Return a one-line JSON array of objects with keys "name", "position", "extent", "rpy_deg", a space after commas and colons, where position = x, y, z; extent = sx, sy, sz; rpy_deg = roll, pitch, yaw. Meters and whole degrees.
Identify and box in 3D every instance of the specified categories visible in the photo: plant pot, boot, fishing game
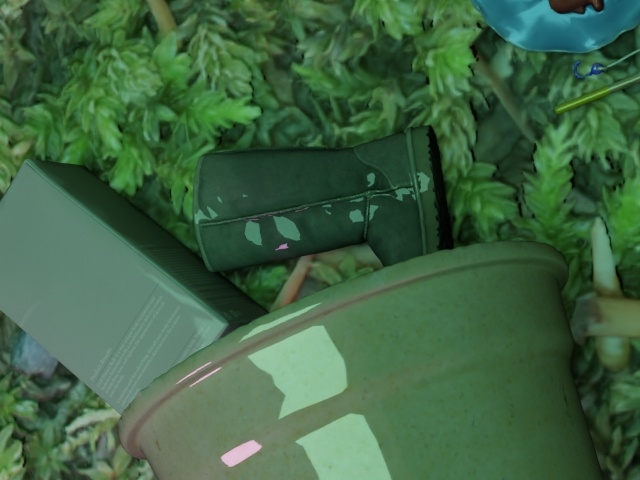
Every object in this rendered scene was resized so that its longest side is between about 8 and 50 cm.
[{"name": "plant pot", "position": [0.071, 0.211, 0.855], "extent": [0.333, 0.334, 0.305], "rpy_deg": [-29, 70, 18]}, {"name": "boot", "position": [0.001, 0.002, 1.046], "extent": [0.208, 0.076, 0.190], "rpy_deg": [-9, 73, 13]}, {"name": "fishing game", "position": [0.191, -0.237, 0.992], "extent": [0.189, 0.041, 0.264], "rpy_deg": [-17, 84, 17]}]

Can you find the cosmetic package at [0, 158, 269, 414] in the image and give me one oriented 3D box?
[{"name": "cosmetic package", "position": [-0.176, 0.046, 1.099], "extent": [0.238, 0.107, 0.127], "rpy_deg": [40, 103, 19]}]
